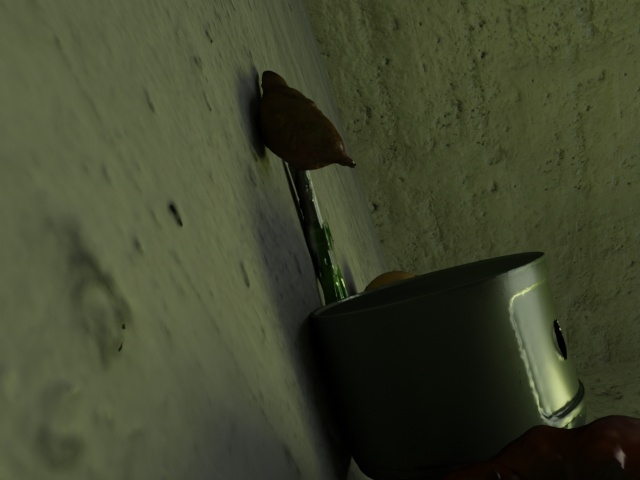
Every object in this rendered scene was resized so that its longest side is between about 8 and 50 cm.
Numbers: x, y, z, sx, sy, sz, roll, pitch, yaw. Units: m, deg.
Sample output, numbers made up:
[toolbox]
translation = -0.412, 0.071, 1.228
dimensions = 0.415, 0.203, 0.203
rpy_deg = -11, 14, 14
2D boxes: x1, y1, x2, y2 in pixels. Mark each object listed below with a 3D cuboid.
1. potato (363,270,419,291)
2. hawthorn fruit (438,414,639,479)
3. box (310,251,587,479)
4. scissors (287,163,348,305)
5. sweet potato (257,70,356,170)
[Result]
[potato]
translation = 0.127, 0.137, 0.973
dimensions = 0.150, 0.146, 0.234
rpy_deg = 40, 18, -14
[hawthorn fruit]
translation = 0.127, 0.227, 0.292
dimensions = 0.284, 0.284, 0.285
rpy_deg = -16, 90, -83
[box]
translation = 0.118, 0.110, 0.566
dimensions = 0.226, 0.226, 0.150
rpy_deg = -9, 82, -82
[scissors]
translation = 0.000, 0.000, 0.697
dimensions = 0.101, 0.027, 0.205
rpy_deg = -66, 141, -80
[sweet potato]
translation = -0.038, -0.125, 0.595
dimensions = 0.226, 0.068, 0.068
rpy_deg = 55, -9, 47
